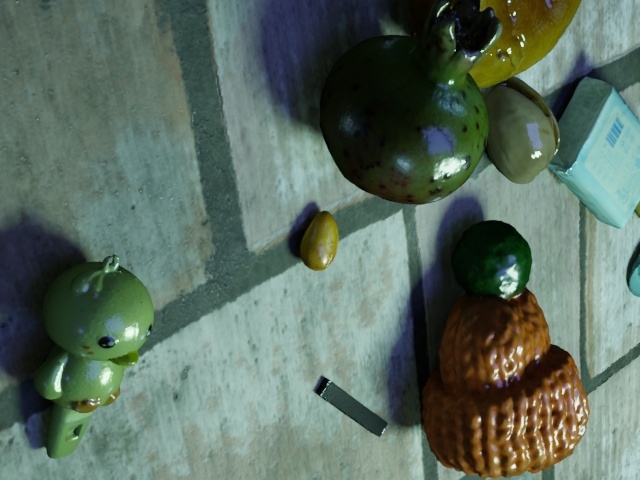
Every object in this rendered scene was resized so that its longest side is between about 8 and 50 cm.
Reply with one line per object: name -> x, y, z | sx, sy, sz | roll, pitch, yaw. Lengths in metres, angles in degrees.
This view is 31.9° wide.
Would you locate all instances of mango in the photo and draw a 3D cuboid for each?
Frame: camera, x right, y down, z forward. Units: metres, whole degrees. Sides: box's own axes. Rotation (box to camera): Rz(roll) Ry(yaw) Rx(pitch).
mango -> 0.000, 0.000, 1.630 | 0.060, 0.046, 0.089 | 1, 102, -43

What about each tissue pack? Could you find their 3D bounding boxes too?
tissue pack -> 0.511, -0.154, 2.023 | 0.263, 0.089, 0.177 | 34, 84, -48

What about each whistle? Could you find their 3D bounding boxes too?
whistle -> -0.276, 0.151, 1.371 | 0.141, 0.141, 0.294 | -10, 115, -41

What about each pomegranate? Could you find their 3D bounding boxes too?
pomegranate -> 0.118, -0.202, 1.509 | 0.242, 0.242, 0.306 | -17, 126, -38

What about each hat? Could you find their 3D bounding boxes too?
hat -> 0.303, 0.182, 1.850 | 0.285, 0.285, 0.400 | -25, 120, -34
hat -> 0.714, 0.039, 2.306 | 0.138, 0.078, 0.191 | 37, 81, -44

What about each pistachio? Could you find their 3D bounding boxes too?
pistachio -> 0.322, -0.176, 1.820 | 0.124, 0.124, 0.185 | -34, 112, -29

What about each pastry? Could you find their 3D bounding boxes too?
pastry -> 0.262, -0.386, 1.628 | 0.356, 0.164, 0.356 | -24, 125, -41

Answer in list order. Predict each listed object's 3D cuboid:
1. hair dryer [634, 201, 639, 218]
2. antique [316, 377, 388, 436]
hair dryer -> 0.693, -0.164, 2.206 | 0.135, 0.090, 0.278 | 39, 73, -43
antique -> 0.053, 0.274, 1.822 | 0.031, 0.015, 0.192 | -56, 135, -8
